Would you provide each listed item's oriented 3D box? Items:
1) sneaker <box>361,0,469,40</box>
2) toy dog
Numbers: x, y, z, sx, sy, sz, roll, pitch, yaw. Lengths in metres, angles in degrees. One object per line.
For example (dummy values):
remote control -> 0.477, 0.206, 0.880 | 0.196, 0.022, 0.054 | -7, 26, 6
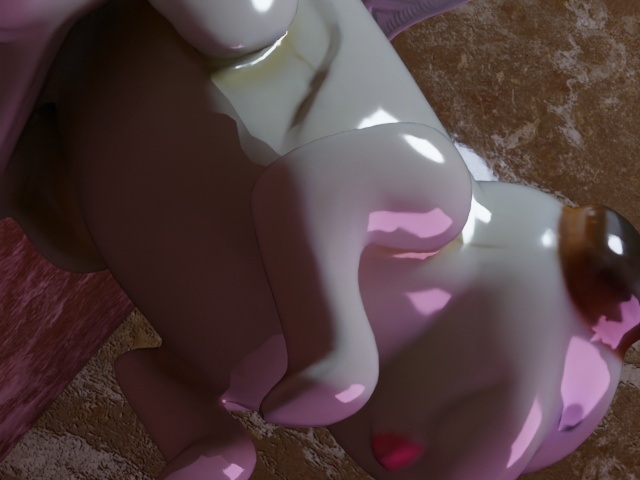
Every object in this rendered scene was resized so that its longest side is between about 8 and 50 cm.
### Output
sneaker -> 0.098, -0.310, 0.995 | 0.323, 0.130, 0.236 | -34, -157, 40
toy dog -> 0.000, 0.000, 0.629 | 0.284, 0.408, 0.395 | -49, -179, 31
